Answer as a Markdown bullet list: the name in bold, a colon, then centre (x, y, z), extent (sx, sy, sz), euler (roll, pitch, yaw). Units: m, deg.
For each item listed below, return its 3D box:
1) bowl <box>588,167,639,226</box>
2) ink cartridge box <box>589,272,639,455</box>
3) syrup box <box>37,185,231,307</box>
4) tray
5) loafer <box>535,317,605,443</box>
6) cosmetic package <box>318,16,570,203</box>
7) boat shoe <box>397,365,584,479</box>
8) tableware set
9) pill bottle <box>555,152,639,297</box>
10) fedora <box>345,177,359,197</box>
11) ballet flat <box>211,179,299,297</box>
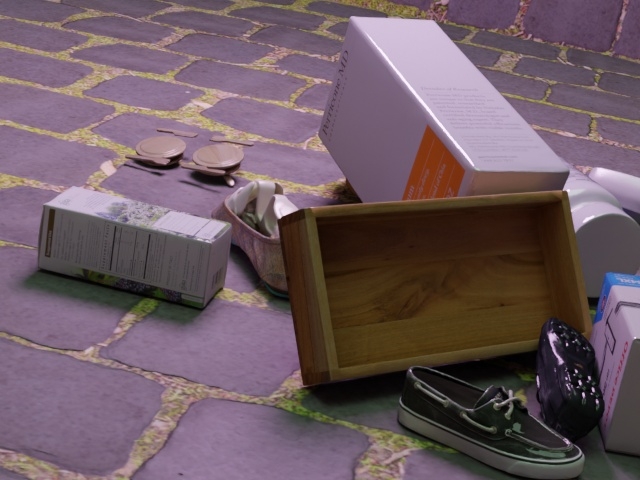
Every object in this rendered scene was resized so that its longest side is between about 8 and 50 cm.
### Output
- **bowl**: centre (0.499, -0.046, 2.162), extent (0.142, 0.142, 0.053), euler (20, 59, 24)
- **ink cartridge box**: centre (0.379, 0.145, 1.557), extent (0.085, 0.148, 0.203), euler (9, 20, 0)
- **syrup box**: centre (-0.246, 0.007, 1.734), extent (0.236, 0.096, 0.093), euler (12, 19, 10)
- **tray**: centre (0.151, 0.053, 1.629), extent (0.410, 0.203, 0.076), euler (-5, -8, -32)
- **loafer**: centre (0.286, 0.165, 1.560), extent (0.076, 0.078, 0.223), euler (29, 24, -9)
- **cosmetic package**: centre (0.168, -0.133, 1.963), extent (0.161, 0.230, 0.453), euler (-1, 35, -25)
- **boat shoe**: centre (0.188, 0.199, 1.445), extent (0.219, 0.070, 0.078), euler (17, 22, 21)
- **tableware set**: centre (-0.220, -0.138, 2.211), extent (0.194, 0.039, 0.128), euler (10, 32, 20)
- **pill bottle**: centre (0.365, -0.031, 1.998), extent (0.160, 0.160, 0.283), euler (2, 22, -19)
- **fedora**: centre (0.100, -0.113, 2.211), extent (0.194, 0.079, 0.194), euler (11, 25, -5)
- **ballet flat**: centre (-0.073, -0.025, 1.876), extent (0.107, 0.106, 0.316), euler (-1, 23, -25)
